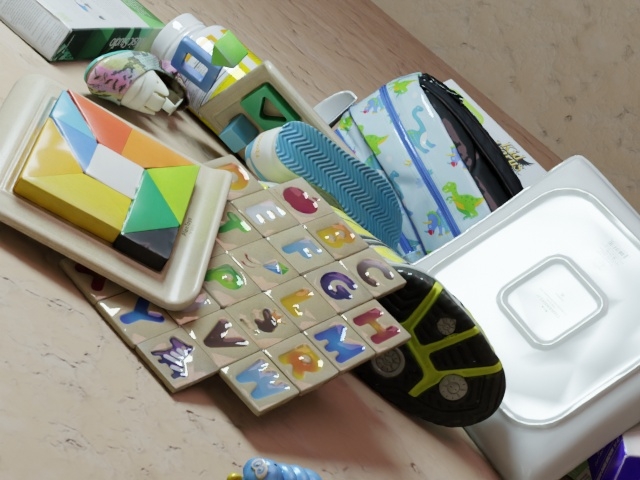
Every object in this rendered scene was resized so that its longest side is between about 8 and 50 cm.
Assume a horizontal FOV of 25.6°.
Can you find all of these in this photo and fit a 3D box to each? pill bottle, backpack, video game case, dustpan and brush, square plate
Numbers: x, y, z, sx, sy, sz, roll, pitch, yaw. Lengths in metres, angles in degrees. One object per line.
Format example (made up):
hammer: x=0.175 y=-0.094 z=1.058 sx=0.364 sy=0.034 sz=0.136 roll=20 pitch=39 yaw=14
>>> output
pill bottle: x=-0.129 y=-0.211 z=1.920 sx=0.215 sy=0.117 sz=0.117 roll=43 pitch=17 yaw=12
backpack: x=0.166 y=-0.058 z=1.937 sx=0.290 sy=0.273 sz=0.356 roll=-17 pitch=90 yaw=-70
video game case: x=0.244 y=-0.076 z=2.170 sx=0.244 sy=0.061 sz=0.269 roll=49 pitch=-23 yaw=28
dustpan and brush: x=-0.029 y=-0.163 z=2.050 sx=0.060 sy=0.147 sz=0.211 roll=49 pitch=-9 yaw=1
square plate: x=0.275 y=0.081 z=1.676 sx=0.347 sy=0.344 sz=0.049 roll=51 pitch=-9 yaw=35

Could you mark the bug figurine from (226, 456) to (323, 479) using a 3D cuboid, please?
bug figurine: x=0.046 y=0.272 z=1.131 sx=0.216 sy=0.072 sz=0.279 roll=20 pitch=25 yaw=-48

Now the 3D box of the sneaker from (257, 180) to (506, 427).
sneaker: x=0.059 y=0.055 z=1.592 sx=0.384 sy=0.145 sz=0.147 roll=41 pitch=17 yaw=1

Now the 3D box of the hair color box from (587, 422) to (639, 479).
hair color box: x=0.414 y=0.178 z=1.740 sx=0.185 sy=0.110 sz=0.339 roll=7 pitch=38 yaw=-9

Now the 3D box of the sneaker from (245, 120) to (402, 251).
sneaker: x=0.009 y=-0.059 z=1.706 sx=0.228 sy=0.087 sz=0.092 roll=42 pitch=-28 yaw=-26

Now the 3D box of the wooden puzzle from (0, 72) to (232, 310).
wooden puzzle: x=-0.206 y=-0.057 z=1.347 sx=0.238 sy=0.044 sz=0.221 roll=26 pitch=37 yaw=-11

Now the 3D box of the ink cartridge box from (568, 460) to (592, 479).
ink cartridge box: x=0.310 y=0.223 z=1.831 sx=0.171 sy=0.056 sz=0.235 roll=34 pitch=16 yaw=-16

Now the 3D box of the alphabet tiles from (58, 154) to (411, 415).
alphabet tiles: x=-0.075 y=0.032 z=1.384 sx=0.285 sy=0.011 sz=0.342 roll=45 pitch=39 yaw=21

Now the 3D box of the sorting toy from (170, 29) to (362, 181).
sorting toy: x=-0.058 y=-0.120 z=1.776 sx=0.348 sy=0.196 sz=0.047 roll=47 pitch=58 yaw=-13

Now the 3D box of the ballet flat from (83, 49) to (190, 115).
ballet flat: x=-0.217 y=-0.192 z=1.776 sx=0.079 sy=0.077 sz=0.221 roll=46 pitch=14 yaw=10

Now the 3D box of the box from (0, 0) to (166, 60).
box: x=-0.357 y=-0.333 z=1.871 sx=0.232 sy=0.058 sz=0.322 roll=41 pitch=18 yaw=7
